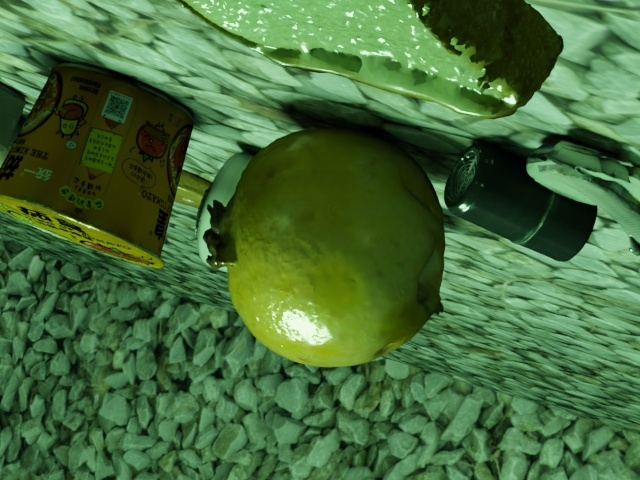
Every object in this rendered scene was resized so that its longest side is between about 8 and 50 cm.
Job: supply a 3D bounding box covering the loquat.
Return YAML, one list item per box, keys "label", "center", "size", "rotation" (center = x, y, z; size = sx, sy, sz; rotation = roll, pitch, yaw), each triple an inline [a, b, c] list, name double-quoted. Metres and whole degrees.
- label: "loquat"
  center: [0.002, 0.005, 1.484]
  size: [0.244, 0.244, 0.244]
  rotation: [20, 172, 3]

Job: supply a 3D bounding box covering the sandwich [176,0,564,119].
- label: "sandwich"
  center: [-0.004, -0.167, 0.881]
  size: [0.226, 0.087, 0.251]
  rotation: [13, 167, 32]

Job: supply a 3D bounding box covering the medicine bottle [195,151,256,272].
- label: "medicine bottle"
  center: [0.000, 0.000, 1.771]
  size: [0.258, 0.143, 0.143]
  rotation: [19, 172, 13]

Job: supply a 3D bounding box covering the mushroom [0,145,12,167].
- label: "mushroom"
  center: [-0.497, -0.154, 2.066]
  size: [0.236, 0.173, 0.162]
  rotation: [33, 142, 56]

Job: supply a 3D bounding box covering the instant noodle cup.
- label: "instant noodle cup"
  center: [-0.242, -0.084, 1.691]
  size: [0.215, 0.172, 0.216]
  rotation: [20, 171, 3]

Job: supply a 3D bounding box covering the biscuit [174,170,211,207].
- label: "biscuit"
  center: [-0.238, -0.090, 2.132]
  size: [0.249, 0.035, 0.184]
  rotation: [24, 171, -29]

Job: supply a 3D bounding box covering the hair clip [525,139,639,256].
- label: "hair clip"
  center: [0.232, -0.040, 1.292]
  size: [0.172, 0.049, 0.116]
  rotation: [28, 165, -30]

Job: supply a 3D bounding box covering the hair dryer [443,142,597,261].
- label: "hair dryer"
  center: [0.156, -0.043, 1.440]
  size: [0.124, 0.071, 0.219]
  rotation: [24, 180, -17]

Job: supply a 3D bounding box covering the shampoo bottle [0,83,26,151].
- label: "shampoo bottle"
  center: [-0.458, -0.178, 1.917]
  size: [0.080, 0.079, 0.246]
  rotation: [14, 170, 39]
